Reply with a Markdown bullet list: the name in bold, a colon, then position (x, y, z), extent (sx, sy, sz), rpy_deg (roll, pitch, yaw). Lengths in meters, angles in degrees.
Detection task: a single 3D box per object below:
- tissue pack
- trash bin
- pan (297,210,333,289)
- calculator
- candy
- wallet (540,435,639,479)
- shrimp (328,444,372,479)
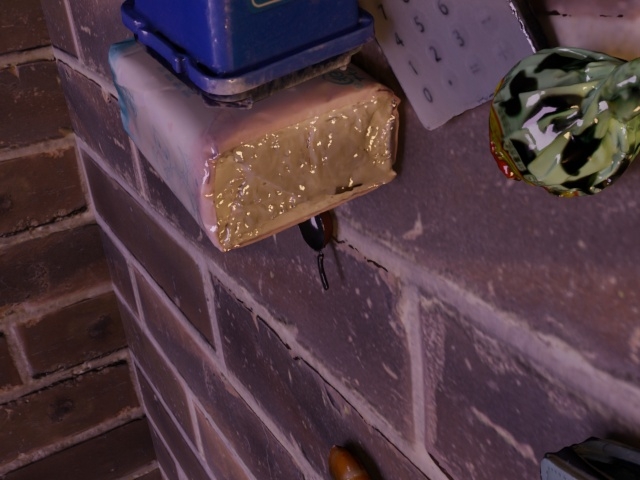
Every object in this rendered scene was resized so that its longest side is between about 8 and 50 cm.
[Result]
- **tissue pack**: position (-0.075, -0.127, 0.729), extent (0.271, 0.201, 0.124), rpy_deg (45, 152, 44)
- **trash bin**: position (-0.064, -0.237, 0.530), extent (0.184, 0.162, 0.235), rpy_deg (41, 148, 34)
- **pan**: position (0.001, 0.000, 0.871), extent (0.068, 0.023, 0.115), rpy_deg (-4, 101, 64)
- **calculator**: position (0.057, -0.214, 0.535), extent (0.262, 0.021, 0.161), rpy_deg (59, 157, -6)
- **candy**: position (0.201, -0.093, 0.361), extent (0.091, 0.083, 0.305), rpy_deg (38, 151, -17)
- **wallet**: position (0.235, 0.264, 0.484), extent (0.176, 0.075, 0.251), rpy_deg (-179, 71, -79)
- **shrimp**: position (0.060, 0.394, 0.995), extent (0.150, 0.068, 0.249), rpy_deg (127, 127, -76)
